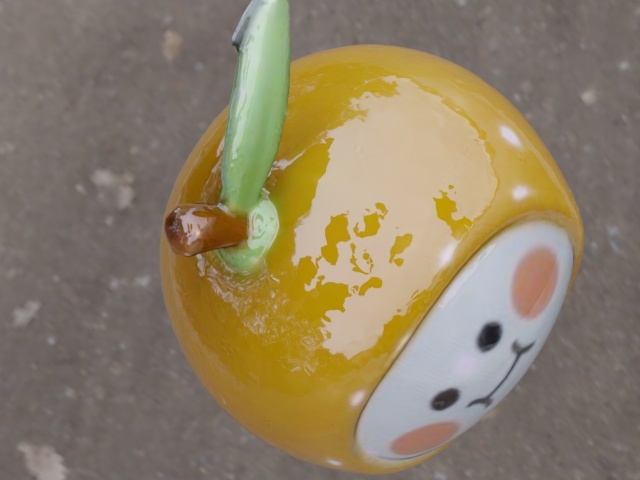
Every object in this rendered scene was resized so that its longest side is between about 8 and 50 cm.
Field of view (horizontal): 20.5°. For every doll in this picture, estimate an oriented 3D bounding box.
[{"bbox_3d":[0.000,0.000,0.856,0.213,0.236,0.213,-12,71,37],"label":"doll"}]
